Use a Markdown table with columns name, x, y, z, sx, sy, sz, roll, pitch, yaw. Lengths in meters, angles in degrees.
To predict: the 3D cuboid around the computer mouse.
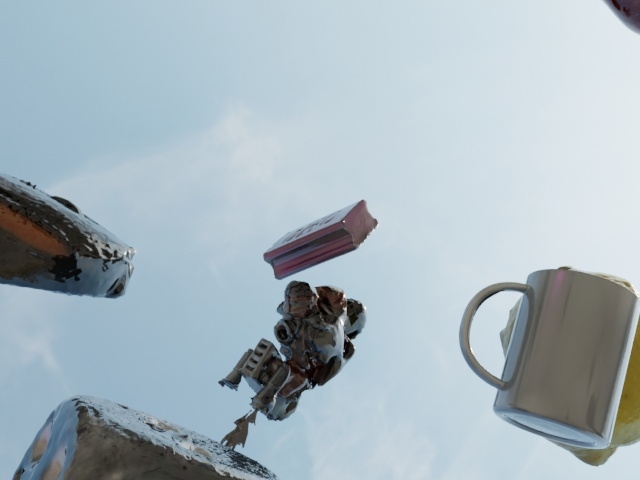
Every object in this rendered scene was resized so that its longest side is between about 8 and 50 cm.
| name | x | y | z | sx | sy | sz | roll | pitch | yaw |
| --- | --- | --- | --- | --- | --- | --- | --- | --- | --- |
| computer mouse | -0.345 | -0.018 | 0.699 | 0.323 | 0.183 | 0.116 | 11 | -90 | -11 |

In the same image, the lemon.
| name | x | y | z | sx | sy | sz | roll | pitch | yaw |
| --- | --- | --- | --- | --- | --- | --- | --- | --- | --- |
| lemon | 0.379 | 0.174 | 1.009 | 0.233 | 0.233 | 0.288 | 3 | -110 | -7 |

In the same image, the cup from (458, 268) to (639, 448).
| name | x | y | z | sx | sy | sz | roll | pitch | yaw |
| --- | --- | --- | --- | --- | --- | --- | --- | --- | --- |
| cup | 0.197 | 0.098 | 0.619 | 0.136 | 0.099 | 0.133 | 11 | -109 | 28 |

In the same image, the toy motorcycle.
| name | x | y | z | sx | sy | sz | roll | pitch | yaw |
| --- | --- | --- | --- | --- | --- | --- | --- | --- | --- |
| toy motorcycle | -0.063 | 0.212 | 1.236 | 0.134 | 0.207 | 0.401 | 19 | -125 | 41 |

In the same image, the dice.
| name | x | y | z | sx | sy | sz | roll | pitch | yaw |
| --- | --- | --- | --- | --- | --- | --- | --- | --- | --- |
| dice | -0.140 | 0.228 | 0.519 | 0.181 | 0.183 | 0.182 | 27 | -104 | -24 |

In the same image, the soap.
| name | x | y | z | sx | sy | sz | roll | pitch | yaw |
| --- | --- | --- | --- | --- | --- | --- | --- | --- | --- |
| soap | 0.000 | 0.000 | 1.345 | 0.065 | 0.203 | 0.122 | 61 | -146 | -10 |

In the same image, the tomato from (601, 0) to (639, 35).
| name | x | y | z | sx | sy | sz | roll | pitch | yaw |
| --- | --- | --- | --- | --- | --- | --- | --- | --- | --- |
| tomato | 0.367 | -0.312 | 0.748 | 0.151 | 0.187 | 0.187 | -13 | -125 | -32 |
